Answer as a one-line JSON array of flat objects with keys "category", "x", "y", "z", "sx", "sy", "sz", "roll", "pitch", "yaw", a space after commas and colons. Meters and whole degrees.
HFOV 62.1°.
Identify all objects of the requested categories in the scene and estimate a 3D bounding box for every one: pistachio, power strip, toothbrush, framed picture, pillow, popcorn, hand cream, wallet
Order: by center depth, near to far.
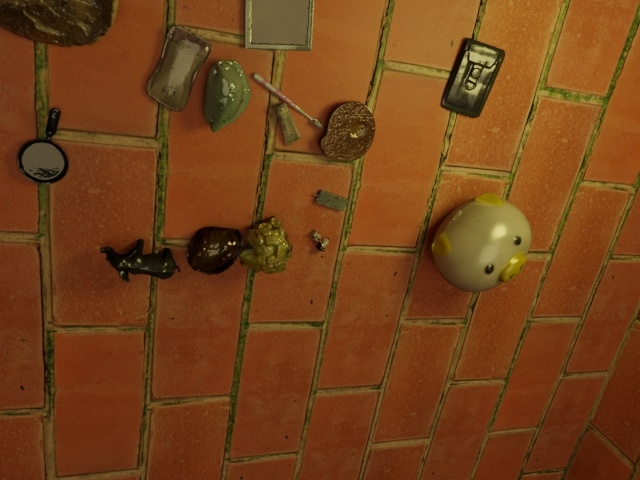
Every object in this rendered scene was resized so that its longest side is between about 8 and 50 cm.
[{"category": "pillow", "x": -0.418, "y": -0.501, "z": 1.553, "sx": 0.130, "sy": 0.038, "sz": 0.233, "roll": 24, "pitch": 106, "yaw": -24}, {"category": "framed picture", "x": -0.120, "y": -0.707, "z": 1.574, "sx": 0.216, "sy": 0.017, "sz": 0.275, "roll": -2, "pitch": 114, "yaw": -18}, {"category": "toothbrush", "x": -0.099, "y": -0.442, "z": 1.699, "sx": 0.286, "sy": 0.025, "sz": 0.020, "roll": 33, "pitch": 100, "yaw": -28}, {"category": "hand cream", "x": -0.107, "y": -0.379, "z": 1.724, "sx": 0.061, "sy": 0.039, "sz": 0.143, "roll": -29, "pitch": 129, "yaw": -12}, {"category": "pistachio", "x": -0.352, "y": 0.026, "z": 1.764, "sx": 0.210, "sy": 0.130, "sz": 0.165, "roll": -26, "pitch": 87, "yaw": 6}, {"category": "popcorn", "x": -0.176, "y": 0.017, "z": 1.801, "sx": 0.167, "sy": 0.186, "sz": 0.188, "roll": 18, "pitch": 125, "yaw": -1}, {"category": "wallet", "x": 0.533, "y": -0.561, "z": 1.854, "sx": 0.168, "sy": 0.052, "sz": 0.245, "roll": 11, "pitch": 112, "yaw": -20}, {"category": "power strip", "x": 0.035, "y": -0.143, "z": 1.886, "sx": 0.136, "sy": 0.019, "sz": 0.051, "roll": 16, "pitch": 109, "yaw": -25}]

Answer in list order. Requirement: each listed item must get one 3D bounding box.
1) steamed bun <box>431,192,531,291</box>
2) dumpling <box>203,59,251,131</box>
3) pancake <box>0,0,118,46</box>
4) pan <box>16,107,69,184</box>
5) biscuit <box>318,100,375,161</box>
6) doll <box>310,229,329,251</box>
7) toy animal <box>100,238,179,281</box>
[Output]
[{"category": "steamed bun", "x": 0.601, "y": 0.013, "z": 1.992, "sx": 0.374, "sy": 0.334, "sz": 0.334, "roll": -47, "pitch": 120, "yaw": 0}, {"category": "dumpling", "x": -0.275, "y": -0.429, "z": 1.597, "sx": 0.149, "sy": 0.105, "sz": 0.217, "roll": 8, "pitch": 110, "yaw": -22}, {"category": "pancake", "x": -0.686, "y": -0.645, "z": 1.303, "sx": 0.386, "sy": 0.082, "sz": 0.387, "roll": 2, "pitch": 138, "yaw": 2}, {"category": "pan", "x": -0.788, "y": -0.273, "z": 1.534, "sx": 0.136, "sy": 0.028, "sz": 0.235, "roll": 16, "pitch": 111, "yaw": -26}, {"category": "biscuit", "x": 0.093, "y": -0.365, "z": 1.786, "sx": 0.180, "sy": 0.049, "sz": 0.208, "roll": 10, "pitch": 110, "yaw": -23}, {"category": "doll", "x": -0.006, "y": 0.003, "z": 1.930, "sx": 0.085, "sy": 0.040, "sz": 0.058, "roll": 33, "pitch": 87, "yaw": -33}, {"category": "toy animal", "x": -0.573, "y": 0.058, "z": 1.694, "sx": 0.244, "sy": 0.146, "sz": 0.115, "roll": 1, "pitch": 115, "yaw": -18}]
